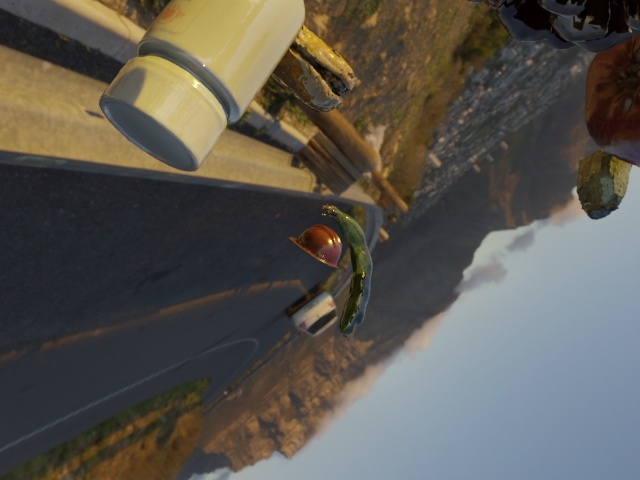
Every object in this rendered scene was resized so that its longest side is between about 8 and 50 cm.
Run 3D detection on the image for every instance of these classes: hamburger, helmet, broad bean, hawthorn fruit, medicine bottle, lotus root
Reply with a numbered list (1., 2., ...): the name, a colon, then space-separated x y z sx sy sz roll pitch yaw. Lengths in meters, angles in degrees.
1. hamburger: -0.051 -0.433 1.219 0.144 0.283 0.259 -45 -175 10
2. helmet: 0.000 0.000 0.964 0.057 0.111 0.089 -61 155 11
3. broad bean: 0.067 0.064 1.121 0.049 0.291 0.144 -16 168 40
4. hawthorn fruit: 0.620 -0.248 0.876 0.275 0.300 0.275 -44 -154 29
5. medicine bottle: -0.201 -0.324 0.899 0.371 0.211 0.211 -60 179 -16
6. lotus root: 0.595 -0.122 1.079 0.143 0.070 0.144 106 -2 -76

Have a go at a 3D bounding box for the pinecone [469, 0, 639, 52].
1. pinecone: 0.285 -0.365 0.468 0.384 0.384 0.384 -38 173 -6
